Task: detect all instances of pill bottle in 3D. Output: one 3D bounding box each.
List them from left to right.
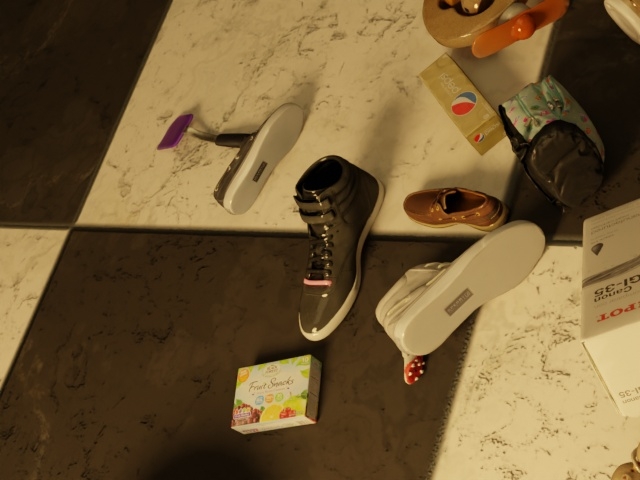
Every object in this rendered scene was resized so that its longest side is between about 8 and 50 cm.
[{"bbox_3d":[0.503,-0.370,1.507,0.169,0.094,0.094,-42,45,8],"label":"pill bottle"}]

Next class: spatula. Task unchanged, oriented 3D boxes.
[{"bbox_3d":[-0.217,-0.202,2.018,0.296,0.030,0.084,12,68,43],"label":"spatula"}]

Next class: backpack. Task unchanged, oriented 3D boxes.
[{"bbox_3d":[0.328,-0.148,1.483,0.115,0.152,0.182,-30,35,13],"label":"backpack"}]

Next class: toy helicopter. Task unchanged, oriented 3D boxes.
[{"bbox_3d":[0.326,-0.416,1.654,0.355,0.140,0.235,-26,51,20],"label":"toy helicopter"}]

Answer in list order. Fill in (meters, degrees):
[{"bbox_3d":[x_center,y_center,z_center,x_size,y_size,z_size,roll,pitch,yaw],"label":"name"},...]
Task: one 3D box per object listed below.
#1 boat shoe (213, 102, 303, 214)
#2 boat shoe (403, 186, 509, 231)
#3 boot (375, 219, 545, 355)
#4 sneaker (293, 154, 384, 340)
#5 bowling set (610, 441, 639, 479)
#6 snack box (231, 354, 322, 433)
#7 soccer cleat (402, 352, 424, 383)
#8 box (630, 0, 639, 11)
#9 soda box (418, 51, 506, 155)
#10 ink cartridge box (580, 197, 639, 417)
[{"bbox_3d":[-0.117,-0.154,1.876,0.076,0.080,0.228,31,91,38],"label":"boat shoe"},{"bbox_3d":[0.195,-0.056,1.571,0.178,0.060,0.064,8,68,41],"label":"boat shoe"},{"bbox_3d":[0.189,0.048,1.489,0.258,0.095,0.123,-38,29,-4],"label":"boot"},{"bbox_3d":[0.000,0.000,1.631,0.104,0.147,0.296,4,67,38],"label":"sneaker"},{"bbox_3d":[0.427,0.220,1.118,0.287,0.200,0.154,-35,45,10],"label":"bowling set"},{"bbox_3d":[-0.068,0.237,1.607,0.141,0.037,0.100,-15,53,31],"label":"snack box"},{"bbox_3d":[0.131,0.169,1.502,0.035,0.029,0.083,-13,52,43],"label":"soccer cleat"},{"bbox_3d":[0.558,-0.342,1.435,0.201,0.021,0.164,-42,80,9],"label":"box"},{"bbox_3d":[0.226,-0.219,1.655,0.061,0.058,0.181,-39,46,12],"label":"soda box"},{"bbox_3d":[0.417,0.050,1.203,0.207,0.117,0.283,-23,21,25],"label":"ink cartridge box"}]
